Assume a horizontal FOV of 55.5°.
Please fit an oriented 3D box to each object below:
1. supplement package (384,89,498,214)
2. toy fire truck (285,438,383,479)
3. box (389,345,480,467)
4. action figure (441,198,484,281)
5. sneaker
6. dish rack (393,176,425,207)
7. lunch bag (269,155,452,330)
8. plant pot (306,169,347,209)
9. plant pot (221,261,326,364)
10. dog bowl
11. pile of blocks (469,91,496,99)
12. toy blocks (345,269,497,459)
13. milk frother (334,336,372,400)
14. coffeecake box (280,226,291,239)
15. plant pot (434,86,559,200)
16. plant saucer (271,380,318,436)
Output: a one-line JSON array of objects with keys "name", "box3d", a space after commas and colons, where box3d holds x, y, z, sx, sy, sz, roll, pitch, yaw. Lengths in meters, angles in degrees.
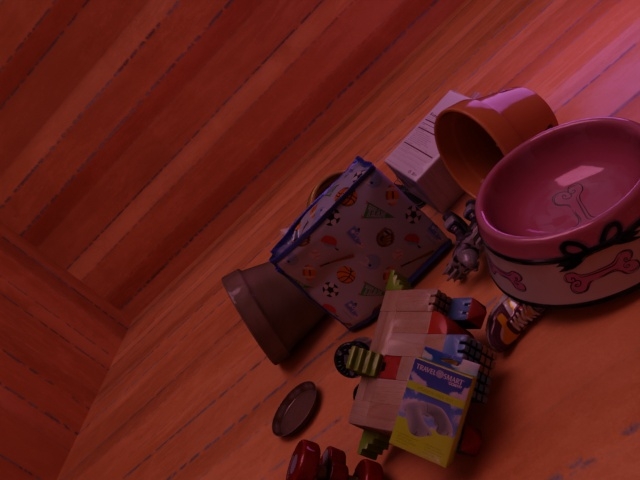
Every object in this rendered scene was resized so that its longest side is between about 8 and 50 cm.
[{"name": "supplement package", "box3d": [0.373, -0.261, 1.796, 0.293, 0.177, 0.175, -46, 39, 1]}, {"name": "toy fire truck", "box3d": [-0.003, 0.546, 1.138, 0.302, 0.169, 0.253, -87, 19, -63]}, {"name": "box", "box3d": [0.198, 0.283, 1.049, 0.109, 0.042, 0.178, 16, 88, 26]}, {"name": "action figure", "box3d": [0.363, -0.004, 1.464, 0.185, 0.099, 0.285, -47, 12, 28]}, {"name": "sneaker", "box3d": [0.391, 0.137, 1.188, 0.185, 0.069, 0.084, -57, 20, -22]}, {"name": "dish rack", "box3d": [0.357, -0.237, 2.021, 0.271, 0.074, 0.208, -47, 20, -5]}, {"name": "lunch bag", "box3d": [0.095, 0.017, 1.676, 0.385, 0.328, 0.239, -48, 14, 4]}, {"name": "plant pot", "box3d": [0.064, -0.096, 2.141, 0.254, 0.254, 0.239, -53, 5, -15]}, {"name": "plant pot", "box3d": [-0.108, 0.178, 1.900, 0.280, 0.323, 0.323, -33, 18, -4]}, {"name": "dog bowl", "box3d": [0.481, -0.072, 1.164, 0.408, 0.150, 0.408, -29, 30, 19]}, {"name": "pile of blocks", "box3d": [0.453, -0.432, 2.133, 0.362, 0.113, 0.149, -34, 23, 35]}, {"name": "toy blocks", "box3d": [0.213, 0.242, 1.175, 0.261, 0.191, 0.381, -9, 56, 50]}, {"name": "milk frother", "box3d": [0.102, 0.311, 1.447, 0.135, 0.129, 0.143, 12, -88, -72]}, {"name": "coffeecake box", "box3d": [-0.025, -0.003, 1.869, 0.142, 0.068, 0.185, -14, 15, -20]}, {"name": "plant pot", "box3d": [0.461, -0.253, 1.547, 0.203, 0.290, 0.291, -33, 16, -13]}, {"name": "plant saucer", "box3d": [-0.062, 0.451, 1.614, 0.168, 0.029, 0.168, -41, 20, 19]}]
